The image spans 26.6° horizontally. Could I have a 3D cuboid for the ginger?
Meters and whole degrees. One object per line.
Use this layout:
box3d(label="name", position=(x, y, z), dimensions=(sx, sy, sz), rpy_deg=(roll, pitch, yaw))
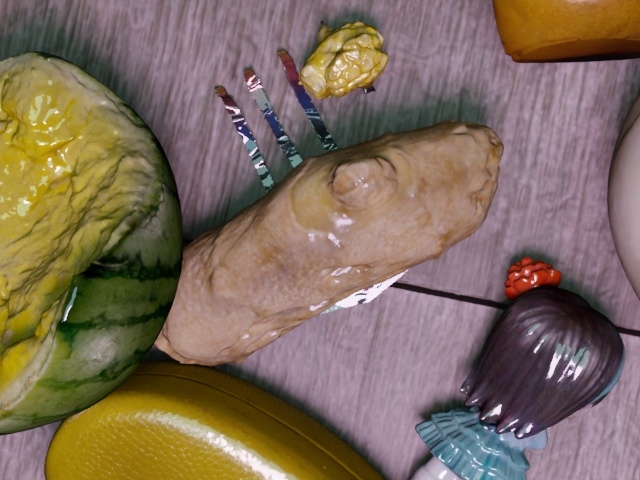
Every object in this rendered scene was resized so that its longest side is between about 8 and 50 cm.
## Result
box3d(label="ginger", position=(0.000, 0.000, 1.182), dimensions=(0.354, 0.190, 0.126), rpy_deg=(-32, 75, 13))

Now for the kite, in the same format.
box3d(label="kite", position=(-0.009, -0.052, 1.256), dimensions=(0.141, 0.015, 0.245), rpy_deg=(-28, 92, 0))

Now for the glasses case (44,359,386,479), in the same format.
box3d(label="glasses case", position=(-0.056, 0.237, 1.206), dimensions=(0.371, 0.141, 0.173), rpy_deg=(34, 107, 0))

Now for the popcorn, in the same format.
box3d(label="popcorn", position=(0.027, -0.156, 1.228), dimensions=(0.084, 0.084, 0.084), rpy_deg=(0, 92, 1))

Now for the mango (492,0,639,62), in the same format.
box3d(label="mango", position=(0.265, -0.248, 1.184), dimensions=(0.236, 0.136, 0.166), rpy_deg=(-3, 89, -4))

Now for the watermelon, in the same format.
box3d(label="watermelon", position=(-0.231, 0.025, 1.156), dimensions=(0.189, 0.331, 0.331), rpy_deg=(22, 93, -38))

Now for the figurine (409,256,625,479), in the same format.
box3d(label="figurine", position=(0.165, 0.145, 1.219), dimensions=(0.138, 0.110, 0.245), rpy_deg=(38, 99, 17))

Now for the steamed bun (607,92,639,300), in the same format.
box3d(label="steamed bun", position=(0.398, -0.040, 1.115), dimensions=(0.324, 0.206, 0.324), rpy_deg=(-1, 71, 2))
